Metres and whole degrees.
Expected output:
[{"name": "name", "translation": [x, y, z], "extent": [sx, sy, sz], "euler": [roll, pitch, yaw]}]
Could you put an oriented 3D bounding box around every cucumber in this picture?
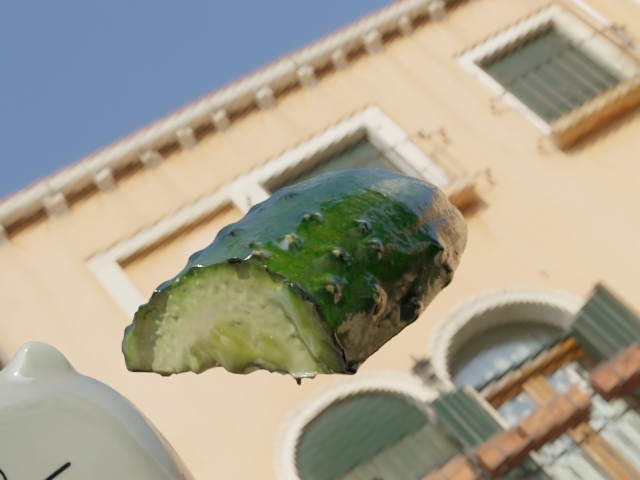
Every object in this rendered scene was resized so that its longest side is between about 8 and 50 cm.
[{"name": "cucumber", "translation": [0.000, 0.000, 0.409], "extent": [0.107, 0.067, 0.035], "euler": [-40, -58, -55]}]

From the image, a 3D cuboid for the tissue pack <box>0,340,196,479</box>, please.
[{"name": "tissue pack", "translation": [-0.229, 0.205, 0.852], "extent": [0.333, 0.229, 0.236], "euler": [-20, -89, -27]}]
